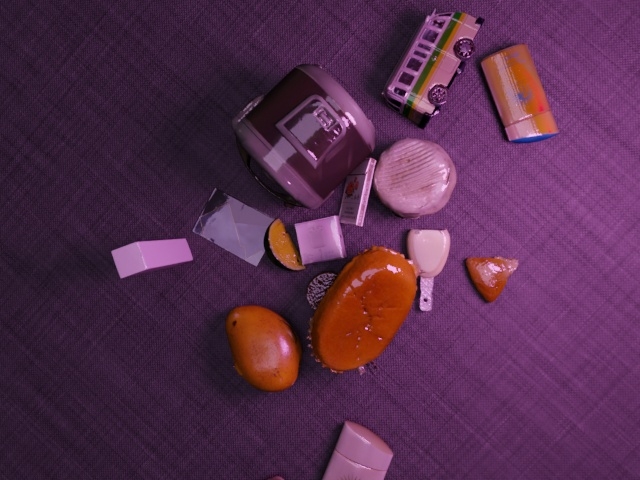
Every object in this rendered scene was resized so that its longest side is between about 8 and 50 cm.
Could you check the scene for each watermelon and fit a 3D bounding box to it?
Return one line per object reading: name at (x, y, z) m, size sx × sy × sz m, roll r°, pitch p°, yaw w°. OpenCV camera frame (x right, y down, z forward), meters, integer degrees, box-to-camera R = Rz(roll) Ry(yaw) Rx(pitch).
watermelon at (-0.124, 0.026, 1.296) m, size 0.092 × 0.075 × 0.181 m, roll -26°, pitch 89°, yaw 0°

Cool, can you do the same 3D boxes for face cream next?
face cream at (0.094, 0.737, 1.290) m, size 0.174 × 0.081 × 0.348 m, roll 21°, pitch 93°, yaw 3°
face cream at (0.581, -0.418, 1.245) m, size 0.140 × 0.067 × 0.284 m, roll -20°, pitch 90°, yaw 7°

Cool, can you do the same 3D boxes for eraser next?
eraser at (-0.466, 0.044, 1.212) m, size 0.078 × 0.298 × 0.076 m, roll -19°, pitch 90°, yaw 6°

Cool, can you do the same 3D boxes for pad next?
pad at (-0.268, -0.043, 1.344) m, size 0.243 × 0.004 × 0.163 m, roll 28°, pitch 93°, yaw 3°

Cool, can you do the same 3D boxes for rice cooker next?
rice cooker at (-0.054, -0.271, 1.166) m, size 0.325 × 0.335 × 0.335 m, roll -43°, pitch 88°, yaw 4°

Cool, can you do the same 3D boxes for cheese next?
cheese at (0.321, 0.087, 1.280) m, size 0.128 × 0.054 × 0.251 m, roll 1°, pitch 91°, yaw 7°

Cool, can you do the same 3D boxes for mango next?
mango at (-0.169, 0.308, 1.273) m, size 0.191 × 0.160 × 0.290 m, roll -44°, pitch 78°, yaw 10°

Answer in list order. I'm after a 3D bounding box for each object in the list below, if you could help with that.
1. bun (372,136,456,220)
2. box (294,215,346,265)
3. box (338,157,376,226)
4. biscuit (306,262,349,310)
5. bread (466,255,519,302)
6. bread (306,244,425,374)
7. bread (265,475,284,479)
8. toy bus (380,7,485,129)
bun at (0.272, -0.173, 1.231) m, size 0.239 × 0.141 × 0.238 m, roll 0°, pitch 90°, yaw 28°
box at (0.000, 0.000, 1.290) m, size 0.130 × 0.051 × 0.129 m, roll -11°, pitch 89°, yaw 15°
box at (0.105, -0.144, 1.266) m, size 0.029 × 0.109 × 0.198 m, roll 10°, pitch 92°, yaw -29°
biscuit at (0.074, 0.159, 1.304) m, size 0.237 × 0.039 × 0.179 m, roll -4°, pitch 95°, yaw 4°
bread at (0.496, 0.089, 1.268) m, size 0.136 × 0.054 × 0.154 m, roll 32°, pitch 90°, yaw 6°
bread at (0.112, 0.195, 1.195) m, size 0.236 × 0.183 × 0.388 m, roll 26°, pitch 96°, yaw 1°
bread at (-0.202, 0.800, 1.327) m, size 0.215 × 0.053 × 0.073 m, roll -31°, pitch 93°, yaw 1°
toy bus at (0.318, -0.503, 1.226) m, size 0.179 × 0.143 × 0.305 m, roll 30°, pitch 94°, yaw 6°
